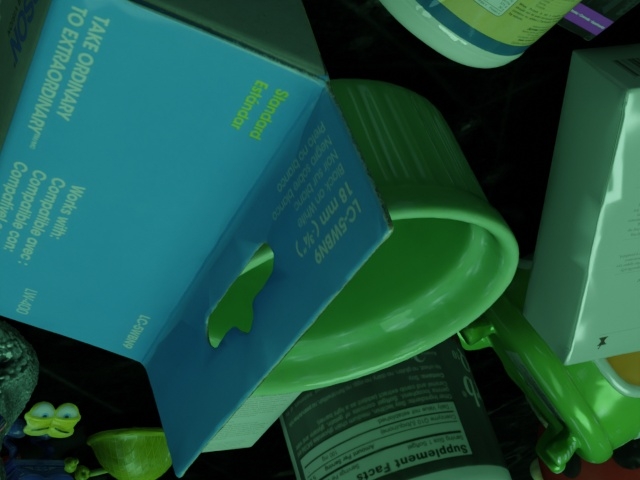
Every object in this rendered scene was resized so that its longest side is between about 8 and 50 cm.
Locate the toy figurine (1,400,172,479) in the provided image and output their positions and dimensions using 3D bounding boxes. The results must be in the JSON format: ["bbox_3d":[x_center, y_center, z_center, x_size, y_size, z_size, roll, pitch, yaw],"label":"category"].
[{"bbox_3d":[-0.311,0.324,1.286,0.191,0.217,0.362,-36,147,31],"label":"toy figurine"}]

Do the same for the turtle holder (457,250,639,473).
[{"bbox_3d":[0.303,0.123,1.278,0.227,0.243,0.320,-35,147,0],"label":"turtle holder"}]

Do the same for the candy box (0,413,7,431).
[{"bbox_3d":[-0.392,0.083,0.695,0.268,0.317,0.122,-37,-174,32],"label":"candy box"}]

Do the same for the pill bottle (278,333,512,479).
[{"bbox_3d":[0.074,0.214,1.160,0.210,0.363,0.210,-14,153,-8],"label":"pill bottle"}]

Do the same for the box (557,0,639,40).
[{"bbox_3d":[0.226,-0.219,0.826,0.162,0.029,0.116,-36,149,33],"label":"box"}]

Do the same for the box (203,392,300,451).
[{"bbox_3d":[-0.094,0.121,1.141,0.091,0.130,0.170,0,147,-30],"label":"box"}]

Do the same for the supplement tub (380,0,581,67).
[{"bbox_3d":[0.126,-0.212,0.651,0.144,0.144,0.199,8,142,-41],"label":"supplement tub"}]

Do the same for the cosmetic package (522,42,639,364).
[{"bbox_3d":[0.392,-0.049,1.053,0.377,0.097,0.284,-8,123,-19],"label":"cosmetic package"}]

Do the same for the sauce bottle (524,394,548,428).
[{"bbox_3d":[0.421,0.125,1.454,0.344,0.111,0.111,-42,147,12],"label":"sauce bottle"}]

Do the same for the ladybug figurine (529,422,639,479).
[{"bbox_3d":[0.472,0.232,1.539,0.449,0.305,0.162,-33,131,23],"label":"ladybug figurine"}]

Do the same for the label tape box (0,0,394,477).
[{"bbox_3d":[-0.112,-0.081,0.537,0.105,0.334,0.241,-1,148,-30],"label":"label tape box"}]

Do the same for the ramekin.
[{"bbox_3d":[0.000,0.000,0.957,0.303,0.148,0.303,-14,152,-8],"label":"ramekin"}]

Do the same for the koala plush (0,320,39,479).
[{"bbox_3d":[-0.342,0.195,1.023,0.203,0.221,0.196,0,147,-32],"label":"koala plush"}]
